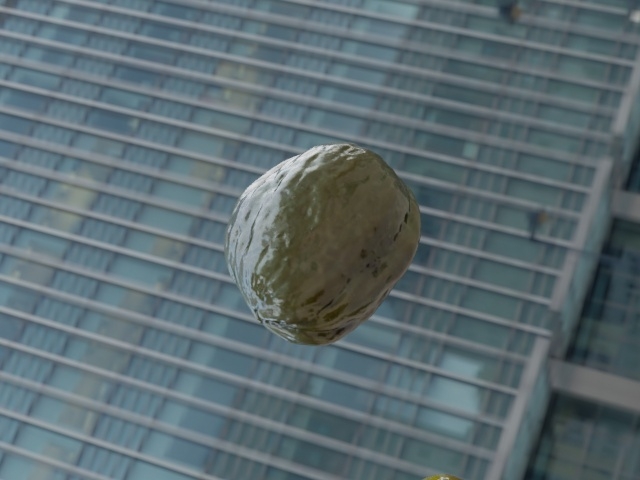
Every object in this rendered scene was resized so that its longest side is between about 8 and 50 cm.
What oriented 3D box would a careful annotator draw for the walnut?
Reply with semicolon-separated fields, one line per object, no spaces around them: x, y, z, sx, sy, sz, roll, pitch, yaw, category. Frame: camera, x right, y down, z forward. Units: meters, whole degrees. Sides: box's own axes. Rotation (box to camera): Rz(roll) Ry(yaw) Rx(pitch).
0.000;0.000;1.895;0.227;0.283;0.283;71;-142;-56;walnut

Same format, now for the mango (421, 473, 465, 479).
0.103;0.429;1.517;0.253;0.182;0.365;12;-95;-69;mango
